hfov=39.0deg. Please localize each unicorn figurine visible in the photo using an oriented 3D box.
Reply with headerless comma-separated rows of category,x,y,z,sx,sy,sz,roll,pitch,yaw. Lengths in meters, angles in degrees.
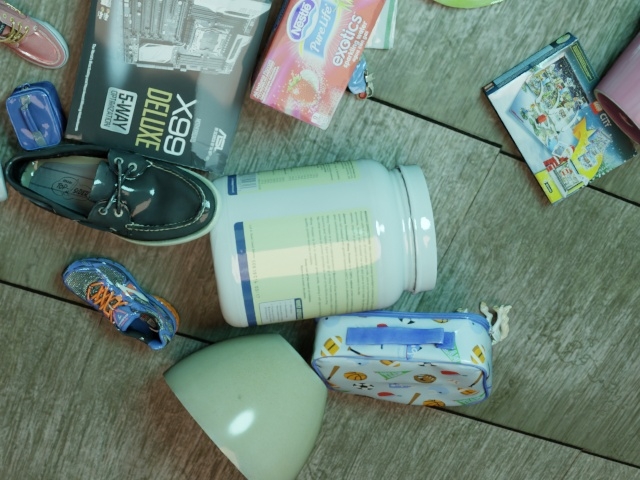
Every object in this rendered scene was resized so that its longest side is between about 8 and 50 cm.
unicorn figurine,0.265,0.169,1.606,0.161,0.060,0.111,-5,117,-3

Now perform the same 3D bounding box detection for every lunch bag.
lunch bag,0.143,0.186,1.487,0.303,0.115,0.243,0,153,13
lunch bag,-0.421,-0.188,1.341,0.067,0.065,0.099,-14,118,1

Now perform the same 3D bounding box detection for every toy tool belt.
toy tool belt,0.057,-0.246,1.372,0.052,0.051,0.083,-17,118,3

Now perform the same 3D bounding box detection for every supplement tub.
supplement tub,0.000,0.000,1.390,0.324,0.235,0.236,-7,118,-3

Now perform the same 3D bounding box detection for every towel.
towel,0.040,-0.340,1.338,0.151,0.023,0.113,2,116,-7

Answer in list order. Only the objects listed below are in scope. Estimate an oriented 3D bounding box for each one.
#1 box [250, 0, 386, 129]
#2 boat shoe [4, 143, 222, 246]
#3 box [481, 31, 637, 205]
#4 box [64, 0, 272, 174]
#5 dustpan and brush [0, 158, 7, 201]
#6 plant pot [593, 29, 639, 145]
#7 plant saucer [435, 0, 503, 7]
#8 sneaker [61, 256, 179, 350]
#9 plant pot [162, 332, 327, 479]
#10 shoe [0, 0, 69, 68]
box,0.003,-0.302,1.265,0.122,0.128,0.257,22,108,-12
boat shoe,-0.309,-0.076,1.300,0.340,0.113,0.127,17,86,22
box,0.383,-0.190,1.442,0.159,0.044,0.233,-32,116,10
box,-0.220,-0.270,1.314,0.242,0.076,0.308,14,115,-13
dustpan and brush,-0.509,-0.086,1.370,0.060,0.147,0.211,-12,146,-17
plant pot,0.517,-0.237,1.336,0.180,0.201,0.201,-42,114,8
plant saucer,0.240,-0.425,1.257,0.240,0.037,0.241,-12,150,-7
sneaker,-0.326,0.105,1.491,0.221,0.087,0.083,33,109,-21
plant pot,-0.101,0.265,1.519,0.191,0.284,0.284,-42,116,-9
shoe,-0.440,-0.296,1.273,0.178,0.081,0.063,37,108,-22
